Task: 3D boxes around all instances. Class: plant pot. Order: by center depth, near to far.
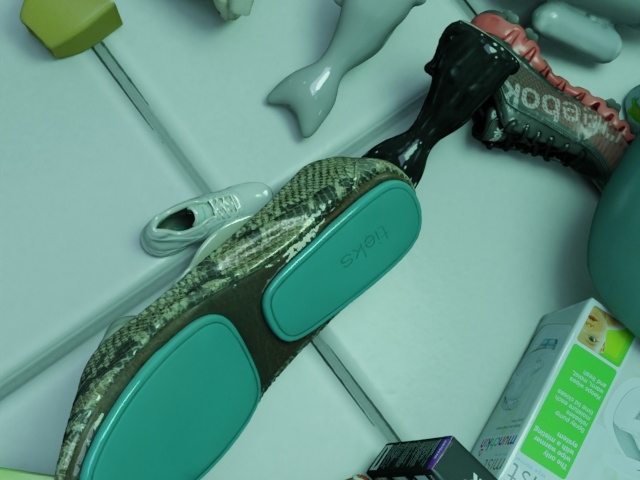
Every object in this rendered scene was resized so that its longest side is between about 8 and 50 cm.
[{"bbox_3d":[0.421,-0.007,1.073,0.293,0.235,0.293,24,34,-17],"label":"plant pot"},{"bbox_3d":[-0.274,-0.244,1.119,0.081,0.081,0.083,44,84,0],"label":"plant pot"}]

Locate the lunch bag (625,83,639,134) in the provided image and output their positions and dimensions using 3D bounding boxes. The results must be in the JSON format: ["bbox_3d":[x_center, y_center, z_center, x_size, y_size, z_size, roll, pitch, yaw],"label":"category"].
[{"bbox_3d":[0.495,-0.136,1.260,0.219,0.090,0.176,-13,84,-14],"label":"lunch bag"}]

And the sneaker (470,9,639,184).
[{"bbox_3d":[0.253,-0.136,1.199,0.276,0.097,0.135,41,71,2],"label":"sneaker"}]

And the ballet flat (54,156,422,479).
[{"bbox_3d":[-0.098,0.078,1.014,0.483,0.182,0.164,-44,129,-29],"label":"ballet flat"}]

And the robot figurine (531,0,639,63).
[{"bbox_3d":[0.343,-0.360,1.203,0.354,0.200,0.299,11,109,-24],"label":"robot figurine"}]

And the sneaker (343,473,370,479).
[{"bbox_3d":[0.068,0.326,1.071,0.067,0.064,0.175,-37,79,-3],"label":"sneaker"}]

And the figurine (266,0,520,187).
[{"bbox_3d":[0.070,-0.173,1.140,0.215,0.092,0.209,40,100,13],"label":"figurine"}]

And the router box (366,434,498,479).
[{"bbox_3d":[0.148,0.273,1.041,0.179,0.133,0.046,45,63,-10],"label":"router box"}]

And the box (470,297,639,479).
[{"bbox_3d":[0.317,0.234,1.110,0.262,0.127,0.231,34,70,-3],"label":"box"}]

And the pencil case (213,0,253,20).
[{"bbox_3d":[-0.224,-0.396,1.120,0.410,0.160,0.183,29,55,-5],"label":"pencil case"}]

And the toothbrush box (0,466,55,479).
[{"bbox_3d":[-0.248,0.323,0.962,0.283,0.122,0.206,12,74,-11],"label":"toothbrush box"}]

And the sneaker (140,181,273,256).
[{"bbox_3d":[-0.116,-0.025,1.108,0.152,0.061,0.053,-23,81,-18],"label":"sneaker"}]
